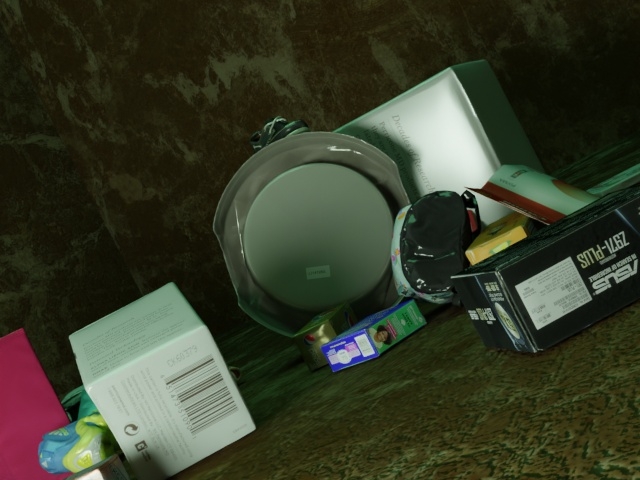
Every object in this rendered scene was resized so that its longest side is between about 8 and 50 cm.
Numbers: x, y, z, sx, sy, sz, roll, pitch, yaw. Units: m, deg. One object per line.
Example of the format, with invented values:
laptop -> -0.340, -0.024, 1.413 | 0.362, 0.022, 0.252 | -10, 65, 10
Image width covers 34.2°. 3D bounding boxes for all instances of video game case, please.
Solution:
video game case -> 0.526, -0.104, 1.806 | 0.143, 0.019, 0.157 | -27, 0, -4

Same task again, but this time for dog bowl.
dog bowl -> 0.000, 0.000, 1.731 | 0.349, 0.348, 0.102 | -27, -13, -1

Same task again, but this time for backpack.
backpack -> 0.151, 0.017, 1.392 | 0.115, 0.152, 0.182 | 9, -12, 8

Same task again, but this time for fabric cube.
fabric cube -> -0.567, 0.328, 1.690 | 0.259, 0.258, 0.254 | -27, -1, -35

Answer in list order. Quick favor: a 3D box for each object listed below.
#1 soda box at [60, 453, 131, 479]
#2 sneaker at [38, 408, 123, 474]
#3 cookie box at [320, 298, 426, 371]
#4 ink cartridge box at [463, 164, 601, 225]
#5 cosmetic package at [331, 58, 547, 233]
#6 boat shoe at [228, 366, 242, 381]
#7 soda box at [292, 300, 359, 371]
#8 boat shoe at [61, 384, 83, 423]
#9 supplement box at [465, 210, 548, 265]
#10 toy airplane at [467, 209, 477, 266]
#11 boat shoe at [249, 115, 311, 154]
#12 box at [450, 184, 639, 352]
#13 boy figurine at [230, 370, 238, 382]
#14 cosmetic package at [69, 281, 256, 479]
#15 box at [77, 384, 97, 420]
soda box -> -0.284, 0.293, 1.091 | 0.183, 0.063, 0.058 | -27, 0, 11
sneaker -> -0.366, 0.301, 1.620 | 0.126, 0.091, 0.240 | -6, 4, 6
cookie box -> 0.069, 0.122, 1.343 | 0.107, 0.040, 0.092 | -28, 1, -44
ink cartridge box -> 0.280, -0.056, 1.317 | 0.179, 0.145, 0.045 | 1, -67, -60
cosmetic package -> 0.186, -0.102, 1.965 | 0.394, 0.327, 0.329 | -27, 1, 23
boat shoe -> -0.195, 0.251, 1.792 | 0.135, 0.050, 0.045 | -27, -5, -27
soda box -> 0.014, 0.140, 1.548 | 0.061, 0.058, 0.181 | -27, 1, 11
boat shoe -> -0.504, 0.377, 1.992 | 0.306, 0.113, 0.105 | -30, 8, -19
supplement box -> 0.246, 0.012, 1.310 | 0.078, 0.080, 0.233 | -27, -1, 18
toy airplane -> 0.268, -0.003, 1.719 | 0.151, 0.028, 0.151 | -17, 41, 15
boat shoe -> -0.081, -0.188, 1.903 | 0.084, 0.079, 0.233 | -26, 2, -17
box -> 0.224, 0.023, 0.916 | 0.180, 0.077, 0.147 | -27, 0, -9
boy figurine -> -0.193, 0.231, 1.502 | 0.177, 0.092, 0.285 | -30, 3, 10
cosmetic package -> -0.193, 0.168, 1.249 | 0.151, 0.151, 0.184 | -28, 21, -12
box -> -0.376, 0.265, 1.900 | 0.101, 0.060, 0.244 | -13, 32, 1
